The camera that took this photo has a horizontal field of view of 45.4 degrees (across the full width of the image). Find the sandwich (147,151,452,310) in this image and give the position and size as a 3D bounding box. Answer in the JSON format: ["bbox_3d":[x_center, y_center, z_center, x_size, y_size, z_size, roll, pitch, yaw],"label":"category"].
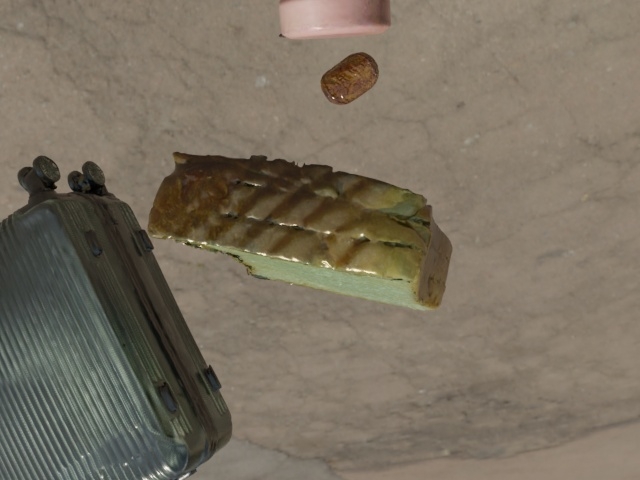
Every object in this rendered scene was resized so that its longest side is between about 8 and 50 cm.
[{"bbox_3d":[0.000,0.000,0.573,0.186,0.065,0.215,11,172,14],"label":"sandwich"}]

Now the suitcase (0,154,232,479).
[{"bbox_3d":[-0.230,0.100,0.704,0.202,0.312,0.128,-30,173,17],"label":"suitcase"}]

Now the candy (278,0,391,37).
[{"bbox_3d":[0.024,-0.488,1.654,0.255,0.094,0.255,-4,-166,1],"label":"candy"}]

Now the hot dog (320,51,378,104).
[{"bbox_3d":[0.070,-0.392,1.848,0.147,0.099,0.065,-37,178,4],"label":"hot dog"}]
